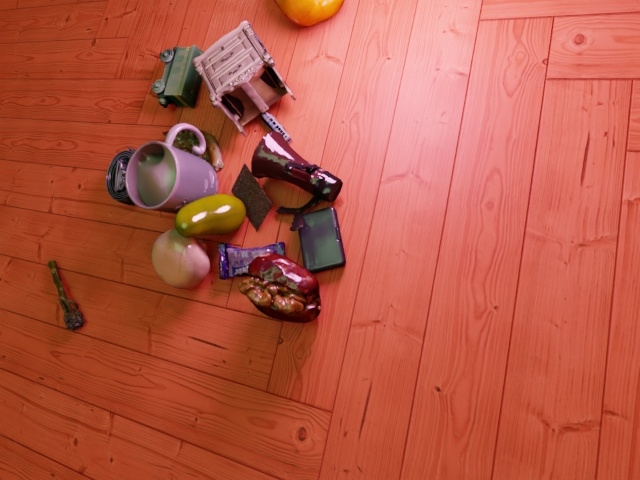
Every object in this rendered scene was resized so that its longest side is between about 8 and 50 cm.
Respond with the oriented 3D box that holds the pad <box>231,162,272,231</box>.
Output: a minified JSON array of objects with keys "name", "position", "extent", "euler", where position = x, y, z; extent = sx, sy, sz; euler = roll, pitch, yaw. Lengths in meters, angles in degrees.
[{"name":"pad","position":[-0.276,-0.171,1.625],"extent":[0.235,0.003,0.158],"euler":[55,131,23]}]

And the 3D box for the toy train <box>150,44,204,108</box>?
[{"name":"toy train","position":[-0.652,-0.755,1.897],"extent":[0.203,0.120,0.300],"euler":[8,79,19]}]

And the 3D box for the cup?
[{"name":"cup","position":[-0.552,-0.277,1.624],"extent":[0.260,0.274,0.356],"euler":[24,95,23]}]

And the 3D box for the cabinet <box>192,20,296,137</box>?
[{"name":"cabinet","position":[-0.308,-0.649,1.661],"extent":[0.290,0.227,0.318],"euler":[-33,57,8]}]

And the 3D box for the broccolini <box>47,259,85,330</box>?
[{"name":"broccolini","position":[-1.156,0.246,1.849],"extent":[0.074,0.079,0.392],"euler":[-48,59,13]}]

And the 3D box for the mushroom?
[{"name":"mushroom","position":[-0.535,0.063,1.605],"extent":[0.246,0.202,0.246],"euler":[16,126,24]}]

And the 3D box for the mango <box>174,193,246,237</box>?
[{"name":"mango","position":[-0.418,-0.089,1.565],"extent":[0.175,0.293,0.143],"euler":[43,134,25]}]

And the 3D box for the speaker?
[{"name":"speaker","position":[-0.090,-0.276,1.494],"extent":[0.330,0.259,0.198],"euler":[28,73,24]}]

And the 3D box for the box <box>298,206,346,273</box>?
[{"name":"box","position":[0.000,0.000,1.504],"extent":[0.160,0.050,0.230],"euler":[-15,71,15]}]

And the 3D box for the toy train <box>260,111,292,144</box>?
[{"name":"toy train","position":[-0.190,-0.476,1.702],"extent":[0.047,0.043,0.207],"euler":[-42,67,5]}]

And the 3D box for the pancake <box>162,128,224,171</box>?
[{"name":"pancake","position":[-0.568,-0.405,1.810],"extent":[0.377,0.054,0.197],"euler":[25,86,24]}]

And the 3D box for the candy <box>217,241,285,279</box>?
[{"name":"candy","position":[-0.265,0.077,1.566],"extent":[0.276,0.070,0.145],"euler":[-2,82,9]}]

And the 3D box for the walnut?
[{"name":"walnut","position":[-0.128,0.168,1.395],"extent":[0.269,0.244,0.221],"euler":[16,98,20]}]

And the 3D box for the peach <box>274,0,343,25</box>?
[{"name":"peach","position":[-0.052,-1.044,1.694],"extent":[0.288,0.289,0.308],"euler":[-60,28,-3]}]

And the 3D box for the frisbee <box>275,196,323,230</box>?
[{"name":"frisbee","position":[-0.097,-0.110,1.552],"extent":[0.188,0.012,0.211],"euler":[4,46,34]}]

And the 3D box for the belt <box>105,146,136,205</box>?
[{"name":"belt","position":[-0.861,-0.294,1.848],"extent":[0.207,0.116,0.267],"euler":[-13,74,20]}]
